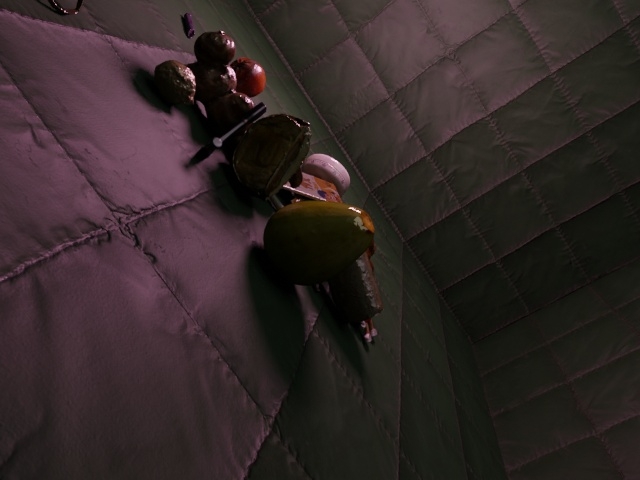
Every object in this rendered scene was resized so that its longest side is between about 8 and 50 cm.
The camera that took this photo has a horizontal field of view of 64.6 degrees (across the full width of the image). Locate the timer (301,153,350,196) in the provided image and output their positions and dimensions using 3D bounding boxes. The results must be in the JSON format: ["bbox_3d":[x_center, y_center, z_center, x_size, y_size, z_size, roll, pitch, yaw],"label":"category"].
[{"bbox_3d":[0.026,-0.298,2.292,0.233,0.233,0.240,49,59,-27],"label":"timer"}]

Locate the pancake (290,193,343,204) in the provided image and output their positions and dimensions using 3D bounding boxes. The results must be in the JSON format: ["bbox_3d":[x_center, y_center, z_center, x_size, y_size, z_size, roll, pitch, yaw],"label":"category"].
[{"bbox_3d":[0.001,-0.096,1.950,0.305,0.067,0.426,24,23,-11],"label":"pancake"}]

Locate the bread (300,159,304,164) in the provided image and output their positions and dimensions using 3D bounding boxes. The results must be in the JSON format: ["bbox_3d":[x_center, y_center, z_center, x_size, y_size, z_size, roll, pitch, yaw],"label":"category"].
[{"bbox_3d":[-0.134,-0.380,2.236,0.114,0.111,0.129,55,10,23],"label":"bread"}]

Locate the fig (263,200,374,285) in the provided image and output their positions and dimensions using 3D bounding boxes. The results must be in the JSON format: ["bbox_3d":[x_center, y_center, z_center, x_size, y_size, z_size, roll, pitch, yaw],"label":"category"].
[{"bbox_3d":[0.000,0.000,1.508,0.258,0.326,0.258,-12,90,-75],"label":"fig"}]

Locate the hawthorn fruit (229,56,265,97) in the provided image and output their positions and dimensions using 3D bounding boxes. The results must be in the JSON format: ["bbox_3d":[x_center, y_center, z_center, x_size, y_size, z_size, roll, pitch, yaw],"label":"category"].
[{"bbox_3d":[-0.319,-0.690,2.165,0.173,0.173,0.173,51,17,-22],"label":"hawthorn fruit"}]

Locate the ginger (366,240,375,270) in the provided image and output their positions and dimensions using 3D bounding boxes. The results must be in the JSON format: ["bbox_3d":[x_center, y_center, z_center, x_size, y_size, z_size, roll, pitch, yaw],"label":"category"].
[{"bbox_3d":[0.156,0.031,2.216,0.274,0.152,0.357,58,18,2],"label":"ginger"}]

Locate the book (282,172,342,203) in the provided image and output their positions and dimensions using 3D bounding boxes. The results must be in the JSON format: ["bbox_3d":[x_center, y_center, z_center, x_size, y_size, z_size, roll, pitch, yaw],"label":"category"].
[{"bbox_3d":[-0.055,-0.223,2.046,0.295,0.020,0.208,17,28,-23],"label":"book"}]

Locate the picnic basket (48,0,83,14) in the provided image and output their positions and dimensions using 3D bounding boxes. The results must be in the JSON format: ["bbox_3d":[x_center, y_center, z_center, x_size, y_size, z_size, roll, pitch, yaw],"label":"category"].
[{"bbox_3d":[-0.634,-0.651,1.243,0.128,0.138,0.178,-20,116,-66],"label":"picnic basket"}]

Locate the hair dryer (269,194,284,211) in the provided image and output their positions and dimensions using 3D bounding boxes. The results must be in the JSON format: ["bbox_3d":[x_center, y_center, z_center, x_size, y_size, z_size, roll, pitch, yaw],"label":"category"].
[{"bbox_3d":[-0.164,-0.145,1.814,0.197,0.057,0.100,59,14,-28],"label":"hair dryer"}]

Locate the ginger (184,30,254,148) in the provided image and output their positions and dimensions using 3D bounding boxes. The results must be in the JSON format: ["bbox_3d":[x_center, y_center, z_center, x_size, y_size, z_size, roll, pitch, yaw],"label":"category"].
[{"bbox_3d":[-0.330,-0.482,1.680,0.176,0.256,0.375,-35,111,-41],"label":"ginger"}]

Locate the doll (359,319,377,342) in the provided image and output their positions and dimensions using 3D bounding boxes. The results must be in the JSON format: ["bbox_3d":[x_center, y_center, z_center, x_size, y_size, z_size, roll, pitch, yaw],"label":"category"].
[{"bbox_3d":[0.159,0.268,1.911,0.217,0.085,0.183,68,18,4],"label":"doll"}]

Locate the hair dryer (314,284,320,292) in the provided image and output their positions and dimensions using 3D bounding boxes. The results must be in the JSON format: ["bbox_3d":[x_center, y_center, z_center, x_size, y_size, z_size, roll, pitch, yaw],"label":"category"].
[{"bbox_3d":[-0.023,0.114,1.750,0.106,0.054,0.154,47,28,-49],"label":"hair dryer"}]

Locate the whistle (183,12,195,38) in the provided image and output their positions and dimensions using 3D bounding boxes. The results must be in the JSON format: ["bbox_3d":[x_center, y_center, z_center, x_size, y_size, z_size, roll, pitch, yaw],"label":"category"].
[{"bbox_3d":[-0.545,-0.895,2.108,0.033,0.033,0.176,39,24,-48],"label":"whistle"}]

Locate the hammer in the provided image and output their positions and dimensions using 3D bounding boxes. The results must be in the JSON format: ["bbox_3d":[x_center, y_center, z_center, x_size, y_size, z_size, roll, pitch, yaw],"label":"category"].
[{"bbox_3d":[-0.264,-0.344,1.565,0.037,0.137,0.290,52,53,-16],"label":"hammer"}]

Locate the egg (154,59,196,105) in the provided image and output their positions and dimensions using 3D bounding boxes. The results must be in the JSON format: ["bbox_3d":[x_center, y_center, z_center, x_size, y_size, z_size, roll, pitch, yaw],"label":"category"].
[{"bbox_3d":[-0.429,-0.467,1.503,0.118,0.116,0.140,40,-11,42],"label":"egg"}]

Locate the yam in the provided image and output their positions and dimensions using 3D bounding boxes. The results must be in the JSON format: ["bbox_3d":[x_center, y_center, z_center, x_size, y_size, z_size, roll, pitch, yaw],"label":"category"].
[{"bbox_3d":[0.104,0.129,1.768,0.168,0.168,0.304,-3,75,-72],"label":"yam"}]

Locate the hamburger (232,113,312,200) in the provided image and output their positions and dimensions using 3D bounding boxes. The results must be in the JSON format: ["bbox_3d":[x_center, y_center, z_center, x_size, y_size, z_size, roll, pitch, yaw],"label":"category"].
[{"bbox_3d":[-0.181,-0.282,1.634,0.211,0.309,0.132,32,-2,18],"label":"hamburger"}]

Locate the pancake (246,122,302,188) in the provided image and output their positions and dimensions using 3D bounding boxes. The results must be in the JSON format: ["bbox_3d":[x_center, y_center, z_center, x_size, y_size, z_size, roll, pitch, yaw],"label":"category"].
[{"bbox_3d":[-0.171,-0.302,1.829,0.288,0.033,0.286,50,-23,2],"label":"pancake"}]
